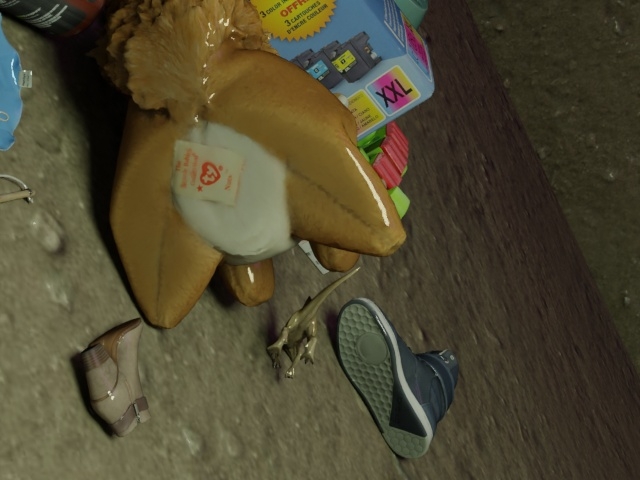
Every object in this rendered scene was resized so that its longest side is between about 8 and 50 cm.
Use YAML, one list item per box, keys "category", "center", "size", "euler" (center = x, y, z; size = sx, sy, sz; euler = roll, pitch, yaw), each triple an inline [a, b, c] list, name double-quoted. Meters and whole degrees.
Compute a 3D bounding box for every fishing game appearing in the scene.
- category: "fishing game"
  center: [-0.316, -0.157, 1.006]
  size: [0.189, 0.041, 0.264]
  euler: [-22, 99, -68]

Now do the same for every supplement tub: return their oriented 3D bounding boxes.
- category: "supplement tub"
  center: [-0.313, -0.286, 1.144]
  size: [0.198, 0.106, 0.106]
  euler: [23, 44, -56]

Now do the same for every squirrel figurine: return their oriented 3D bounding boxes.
- category: "squirrel figurine"
  center: [-0.081, -0.132, 1.260]
  size: [0.397, 0.281, 0.370]
  euler: [62, 17, -5]

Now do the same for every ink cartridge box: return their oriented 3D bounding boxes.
- category: "ink cartridge box"
  center: [-0.077, -0.286, 1.422]
  size: [0.395, 0.270, 0.151]
  euler: [48, 22, -29]
- category: "ink cartridge box"
  center: [0.000, 0.000, 1.542]
  size: [0.083, 0.048, 0.028]
  euler: [51, 25, -23]

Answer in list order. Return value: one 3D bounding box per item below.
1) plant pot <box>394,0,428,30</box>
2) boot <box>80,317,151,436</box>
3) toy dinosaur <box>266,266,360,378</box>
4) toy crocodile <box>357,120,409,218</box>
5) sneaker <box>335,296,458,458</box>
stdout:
- category: "plant pot"
  center: [0.027, -0.383, 1.791]
  size: [0.293, 0.235, 0.293]
  euler: [47, 27, -32]
- category: "boot"
  center: [-0.180, 0.128, 1.047]
  size: [0.087, 0.042, 0.118]
  euler: [66, 24, -7]
- category: "toy dinosaur"
  center: [-0.022, 0.096, 1.293]
  size: [0.053, 0.183, 0.093]
  euler: [26, 48, -7]
- category: "toy crocodile"
  center: [0.093, -0.124, 1.802]
  size: [0.115, 0.105, 0.340]
  euler: [53, 24, -19]
- category: "sneaker"
  center: [0.107, 0.156, 1.523]
  size: [0.163, 0.086, 0.226]
  euler: [-41, 112, -56]
